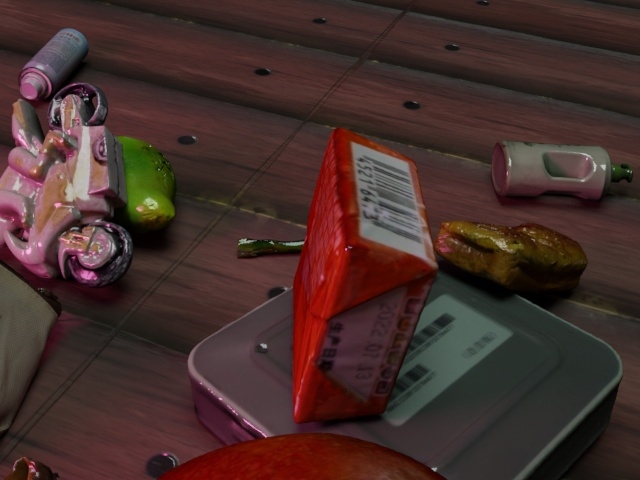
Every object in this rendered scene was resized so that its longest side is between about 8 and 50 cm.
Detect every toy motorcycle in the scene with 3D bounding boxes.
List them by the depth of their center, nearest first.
[{"bbox_3d":[-0.387,-0.071,1.222,0.222,0.108,0.341,-17,65,9],"label":"toy motorcycle"}]

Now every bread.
[{"bbox_3d":[0.266,0.015,1.166,0.139,0.077,0.271,27,14,37],"label":"bread"}]

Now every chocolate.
[{"bbox_3d":[0.037,0.038,0.901,0.107,0.235,0.237,9,33,-10],"label":"chocolate"}]

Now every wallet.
[{"bbox_3d":[-0.429,0.083,0.940,0.068,0.335,0.275,-17,44,20],"label":"wallet"}]

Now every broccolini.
[{"bbox_3d":[0.000,-0.008,1.285,0.254,0.058,0.071,-2,-7,-13],"label":"broccolini"}]

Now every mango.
[{"bbox_3d":[-0.282,-0.084,1.313,0.125,0.111,0.233,-24,42,-22],"label":"mango"}]

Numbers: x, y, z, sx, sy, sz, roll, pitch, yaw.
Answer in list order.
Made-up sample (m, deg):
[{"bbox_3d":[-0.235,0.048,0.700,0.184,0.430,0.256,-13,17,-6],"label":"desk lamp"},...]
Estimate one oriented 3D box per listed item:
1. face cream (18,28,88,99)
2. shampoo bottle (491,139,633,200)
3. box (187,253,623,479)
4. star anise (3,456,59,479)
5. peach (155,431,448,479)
[{"bbox_3d":[-0.537,-0.347,1.682,0.075,0.075,0.229,7,36,5],"label":"face cream"},{"bbox_3d":[0.420,-0.119,1.448,0.234,0.087,0.118,3,33,-2],"label":"shampoo bottle"},{"bbox_3d":[0.098,0.167,1.002,0.396,0.111,0.396,30,44,34],"label":"box"},{"bbox_3d":[-0.274,0.312,0.747,0.190,0.126,0.220,-10,53,28],"label":"star anise"},{"bbox_3d":[0.025,0.326,0.582,0.309,0.335,0.406,-10,34,-23],"label":"peach"}]
